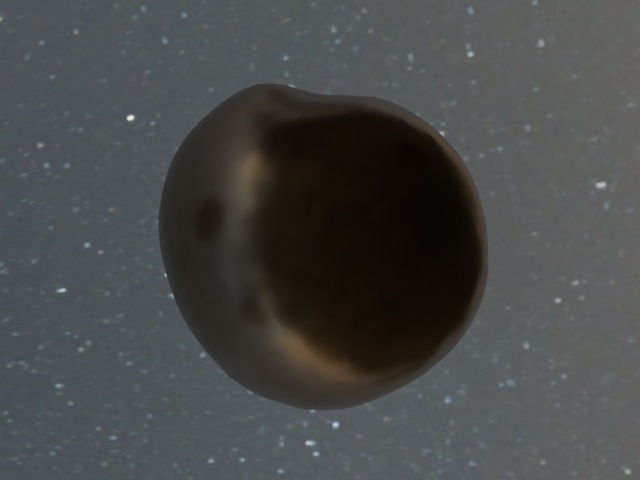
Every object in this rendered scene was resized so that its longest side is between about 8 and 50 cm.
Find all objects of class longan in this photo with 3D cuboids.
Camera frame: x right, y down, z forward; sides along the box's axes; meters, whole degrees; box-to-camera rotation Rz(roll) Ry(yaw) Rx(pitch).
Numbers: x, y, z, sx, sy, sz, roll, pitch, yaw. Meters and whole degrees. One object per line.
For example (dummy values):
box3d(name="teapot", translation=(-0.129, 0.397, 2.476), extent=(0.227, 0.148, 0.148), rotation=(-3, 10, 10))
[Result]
box3d(name="longan", translation=(0.000, 0.000, 0.949), extent=(0.258, 0.258, 0.258), rotation=(8, -102, -43))
